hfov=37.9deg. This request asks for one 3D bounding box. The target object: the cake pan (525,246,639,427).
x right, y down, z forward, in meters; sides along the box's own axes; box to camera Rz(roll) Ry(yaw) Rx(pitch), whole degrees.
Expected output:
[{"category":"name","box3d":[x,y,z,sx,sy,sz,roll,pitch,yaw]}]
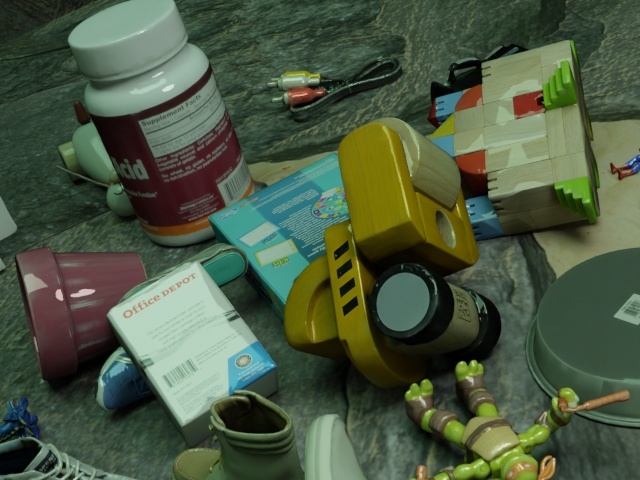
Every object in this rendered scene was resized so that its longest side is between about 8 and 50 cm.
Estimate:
[{"category":"cake pan","box3d":[0.399,0.105,1.157,0.293,0.054,0.293,-13,33,9]}]

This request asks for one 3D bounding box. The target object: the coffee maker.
[{"category":"coffee maker","box3d":[0.319,-0.263,1.698,0.178,0.120,0.171,-33,64,-18]}]

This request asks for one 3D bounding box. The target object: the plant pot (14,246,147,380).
[{"category":"plant pot","box3d":[-0.358,0.099,1.434,0.180,0.201,0.201,-12,30,-20]}]

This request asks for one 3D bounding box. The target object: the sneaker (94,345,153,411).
[{"category":"sneaker","box3d":[-0.228,0.175,1.341,0.211,0.080,0.081,-35,35,-23]}]

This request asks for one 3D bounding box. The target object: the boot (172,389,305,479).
[{"category":"boot","box3d":[-0.104,0.247,1.096,0.213,0.165,0.077,8,40,32]}]

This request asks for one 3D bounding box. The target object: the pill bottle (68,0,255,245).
[{"category":"pill bottle","box3d":[-0.274,-0.205,1.630,0.224,0.392,0.224,-13,33,9]}]

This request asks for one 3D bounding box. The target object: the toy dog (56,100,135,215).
[{"category":"toy dog","box3d":[-0.437,-0.182,1.889,0.333,0.161,0.220,19,49,43]}]

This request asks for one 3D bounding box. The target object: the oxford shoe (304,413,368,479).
[{"category":"oxford shoe","box3d":[0.073,0.347,0.870,0.130,0.169,0.449,-21,40,3]}]

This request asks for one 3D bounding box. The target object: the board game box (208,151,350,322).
[{"category":"board game box","box3d":[0.000,0.000,1.483,0.253,0.079,0.336,-28,34,-13]}]

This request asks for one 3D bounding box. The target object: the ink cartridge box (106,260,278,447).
[{"category":"ink cartridge box","box3d":[-0.173,0.151,1.271,0.148,0.086,0.203,-31,62,-17]}]

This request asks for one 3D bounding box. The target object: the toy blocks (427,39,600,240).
[{"category":"toy blocks","box3d":[0.284,-0.150,1.466,0.260,0.191,0.382,-12,50,21]}]

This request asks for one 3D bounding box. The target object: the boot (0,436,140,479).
[{"category":"boot","box3d":[-0.316,0.307,1.152,0.258,0.123,0.095,-7,35,18]}]

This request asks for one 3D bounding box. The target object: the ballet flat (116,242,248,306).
[{"category":"ballet flat","box3d":[-0.209,0.067,1.399,0.213,0.072,0.068,-26,19,-17]}]

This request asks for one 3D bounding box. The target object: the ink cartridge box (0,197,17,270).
[{"category":"ink cartridge box","box3d":[-0.730,0.011,1.711,0.353,0.207,0.119,-36,35,-24]}]

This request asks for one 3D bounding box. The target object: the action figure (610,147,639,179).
[{"category":"action figure","box3d":[0.516,-0.131,1.466,0.115,0.030,0.038,-20,28,-5]}]

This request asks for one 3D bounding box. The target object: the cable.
[{"category":"cable","box3d":[0.032,-0.330,1.954,0.287,0.072,0.140,-14,39,6]}]

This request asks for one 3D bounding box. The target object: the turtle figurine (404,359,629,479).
[{"category":"turtle figurine","box3d":[0.200,0.219,1.061,0.269,0.087,0.217,-33,27,-5]}]

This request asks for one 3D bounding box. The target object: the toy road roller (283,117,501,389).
[{"category":"toy road roller","box3d":[0.071,0.030,1.227,0.240,0.202,0.330,-20,66,28]}]

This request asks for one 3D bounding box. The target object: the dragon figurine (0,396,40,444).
[{"category":"dragon figurine","box3d":[-0.475,0.324,1.242,0.144,0.085,0.289,-9,33,16]}]
